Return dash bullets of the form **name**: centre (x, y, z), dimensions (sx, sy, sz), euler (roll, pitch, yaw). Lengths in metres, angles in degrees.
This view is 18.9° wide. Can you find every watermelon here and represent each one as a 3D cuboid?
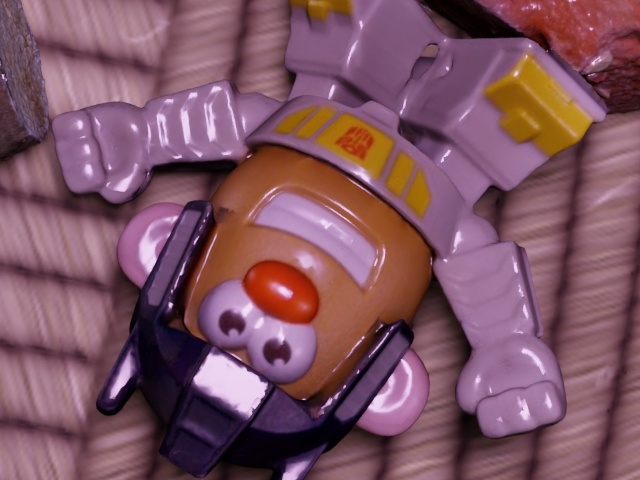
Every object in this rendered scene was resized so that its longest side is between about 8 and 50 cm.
- **watermelon**: centre (0.130, -0.148, 1.044), dimensions (0.256, 0.193, 0.140), euler (45, 81, -17)

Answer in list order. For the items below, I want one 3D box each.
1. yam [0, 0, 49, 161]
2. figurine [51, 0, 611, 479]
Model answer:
- **yam**: centre (-0.230, -0.069, 1.007), dimensions (0.183, 0.107, 0.107), euler (-23, 89, -7)
- **figurine**: centre (0.003, 0.002, 1.012), dimensions (0.308, 0.143, 0.308), euler (-8, 66, 18)
